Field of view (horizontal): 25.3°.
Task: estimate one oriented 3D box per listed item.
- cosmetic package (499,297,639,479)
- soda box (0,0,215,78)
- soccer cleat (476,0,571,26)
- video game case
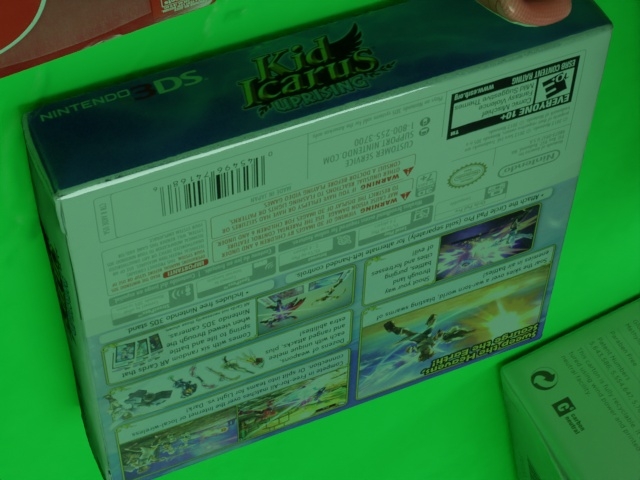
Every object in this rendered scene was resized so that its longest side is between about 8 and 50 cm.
[{"bbox_3d":[0.335,0.113,1.019,0.385,0.156,0.217,-26,143,-4],"label":"cosmetic package"},{"bbox_3d":[-0.168,-0.092,0.463,0.263,0.092,0.083,-21,143,-12],"label":"soda box"},{"bbox_3d":[0.118,-0.221,0.483,0.108,0.116,0.318,0,136,-35],"label":"soccer cleat"},{"bbox_3d":[0.000,0.000,0.723,0.269,0.061,0.244,-18,142,-16],"label":"video game case"}]
